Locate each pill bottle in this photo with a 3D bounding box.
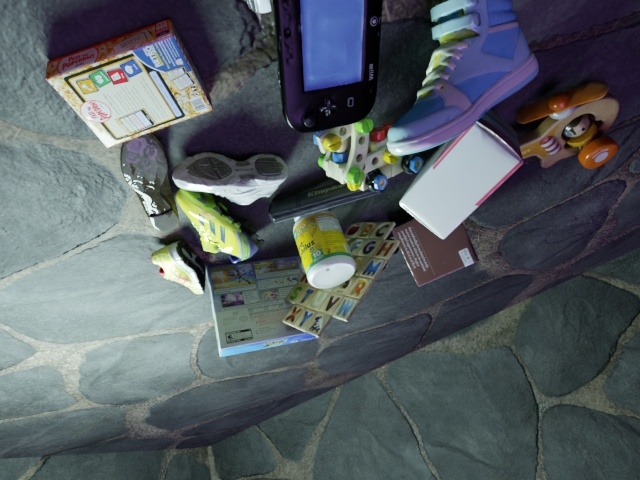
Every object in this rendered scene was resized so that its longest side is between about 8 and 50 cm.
[{"bbox_3d":[0.000,0.000,1.026,0.117,0.209,0.118,-13,147,-9],"label":"pill bottle"}]

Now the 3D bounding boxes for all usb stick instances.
[{"bbox_3d":[0.011,-0.099,0.980,0.277,0.077,0.045,-15,116,11],"label":"usb stick"}]

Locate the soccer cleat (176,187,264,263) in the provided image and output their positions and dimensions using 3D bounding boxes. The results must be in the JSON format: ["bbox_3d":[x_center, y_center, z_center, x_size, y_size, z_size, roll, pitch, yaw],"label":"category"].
[{"bbox_3d":[-0.239,-0.021,0.969,0.121,0.093,0.289,-38,148,4],"label":"soccer cleat"}]

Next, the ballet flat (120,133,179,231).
[{"bbox_3d":[-0.330,-0.116,0.833,0.084,0.058,0.250,-15,143,-13],"label":"ballet flat"}]

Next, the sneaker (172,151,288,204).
[{"bbox_3d":[-0.185,-0.113,0.876,0.232,0.091,0.115,-2,148,-24],"label":"sneaker"}]

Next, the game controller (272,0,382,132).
[{"bbox_3d":[0.013,-0.318,0.625,0.166,0.067,0.319,-10,131,-10],"label":"game controller"}]

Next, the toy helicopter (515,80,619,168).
[{"bbox_3d":[0.525,-0.248,1.008,0.354,0.140,0.235,-21,146,8],"label":"toy helicopter"}]

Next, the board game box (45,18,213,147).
[{"bbox_3d":[-0.289,-0.239,0.666,0.193,0.045,0.147,-19,148,0],"label":"board game box"}]

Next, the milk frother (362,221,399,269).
[{"bbox_3d":[0.165,0.006,1.251,0.143,0.129,0.135,-54,162,-29],"label":"milk frother"}]

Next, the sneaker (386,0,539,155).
[{"bbox_3d":[0.203,-0.294,0.698,0.319,0.127,0.208,-37,113,-16],"label":"sneaker"}]

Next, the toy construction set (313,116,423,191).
[{"bbox_3d":[0.126,-0.215,0.849,0.327,0.151,0.215,-19,126,-12],"label":"toy construction set"}]

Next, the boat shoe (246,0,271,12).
[{"bbox_3d":[-0.124,-0.383,0.510,0.076,0.080,0.229,-16,147,5],"label":"boat shoe"}]

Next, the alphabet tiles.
[{"bbox_3d":[0.044,0.082,1.070,0.011,0.285,0.343,46,69,-26],"label":"alphabet tiles"}]

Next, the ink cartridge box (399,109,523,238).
[{"bbox_3d":[0.295,-0.156,0.876,0.207,0.117,0.283,-51,178,32],"label":"ink cartridge box"}]

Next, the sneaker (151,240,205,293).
[{"bbox_3d":[-0.359,0.075,1.086,0.094,0.082,0.209,-13,142,2],"label":"sneaker"}]

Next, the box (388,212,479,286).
[{"bbox_3d":[0.295,-0.004,1.145,0.166,0.169,0.203,-25,-175,10],"label":"box"}]

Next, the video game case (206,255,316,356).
[{"bbox_3d":[-0.162,0.172,1.169,0.269,0.245,0.061,-6,147,-20],"label":"video game case"}]
